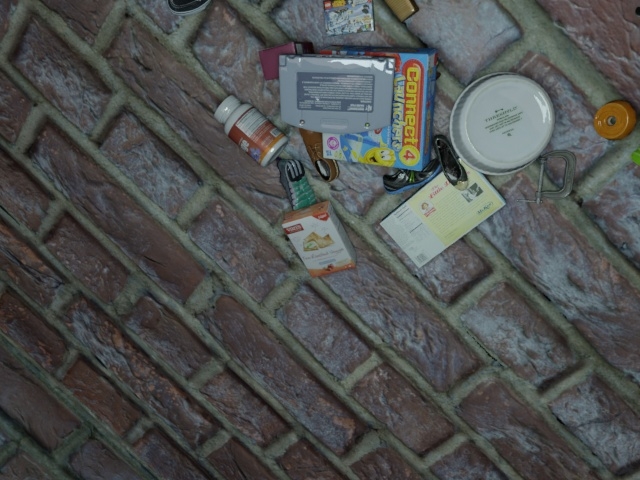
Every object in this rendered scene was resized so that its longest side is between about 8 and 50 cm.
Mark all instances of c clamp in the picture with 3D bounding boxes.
[{"bbox_3d":[0.633,-0.174,1.438,0.137,0.022,0.161,9,112,13],"label":"c clamp"}]

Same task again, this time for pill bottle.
[{"bbox_3d":[-0.212,-0.334,1.569,0.216,0.121,0.121,42,115,-1],"label":"pill bottle"}]

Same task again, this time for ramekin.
[{"bbox_3d":[0.476,-0.304,1.348,0.272,0.127,0.273,1,100,8],"label":"ramekin"}]

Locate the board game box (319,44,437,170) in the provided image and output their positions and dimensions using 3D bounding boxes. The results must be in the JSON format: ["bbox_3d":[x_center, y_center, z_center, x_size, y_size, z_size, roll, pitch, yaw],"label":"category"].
[{"bbox_3d":[0.153,-0.365,1.417,0.301,0.086,0.309,11,121,25],"label":"board game box"}]

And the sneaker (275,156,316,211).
[{"bbox_3d":[-0.080,-0.161,1.637,0.098,0.083,0.224,27,138,48],"label":"sneaker"}]

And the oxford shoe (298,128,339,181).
[{"bbox_3d":[-0.008,-0.275,1.559,0.076,0.076,0.212,-25,100,25],"label":"oxford shoe"}]

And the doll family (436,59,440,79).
[{"bbox_3d":[0.250,-0.423,1.429,0.111,0.076,0.193,45,126,-5],"label":"doll family"}]

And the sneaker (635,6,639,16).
[{"bbox_3d":[0.898,-0.593,1.168,0.146,0.123,0.330,37,116,-20],"label":"sneaker"}]

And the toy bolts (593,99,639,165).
[{"bbox_3d":[0.840,-0.323,1.291,0.218,0.158,0.229,47,136,41],"label":"toy bolts"}]

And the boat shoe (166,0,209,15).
[{"bbox_3d":[-0.327,-0.736,1.463,0.300,0.102,0.108,-18,104,21],"label":"boat shoe"}]

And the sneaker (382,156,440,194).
[{"bbox_3d":[0.266,-0.197,1.511,0.188,0.067,0.078,-22,109,25],"label":"sneaker"}]

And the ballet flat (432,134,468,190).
[{"bbox_3d":[0.354,-0.211,1.426,0.057,0.049,0.173,-26,101,28],"label":"ballet flat"}]

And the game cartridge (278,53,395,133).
[{"bbox_3d":[0.040,-0.376,1.336,0.293,0.060,0.196,4,116,7],"label":"game cartridge"}]

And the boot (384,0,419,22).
[{"bbox_3d":[0.258,-0.723,1.298,0.295,0.104,0.211,-29,100,28],"label":"boot"}]

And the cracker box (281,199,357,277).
[{"bbox_3d":[0.000,0.000,1.624,0.155,0.067,0.232,-16,123,21],"label":"cracker box"}]

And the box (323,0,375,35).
[{"bbox_3d":[0.079,-0.621,1.429,0.136,0.027,0.094,0,111,16],"label":"box"}]

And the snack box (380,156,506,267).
[{"bbox_3d":[0.356,-0.085,1.529,0.322,0.060,0.187,-40,94,25],"label":"snack box"}]

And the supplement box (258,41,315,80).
[{"bbox_3d":[-0.085,-0.499,1.433,0.103,0.188,0.081,-7,108,18],"label":"supplement box"}]
